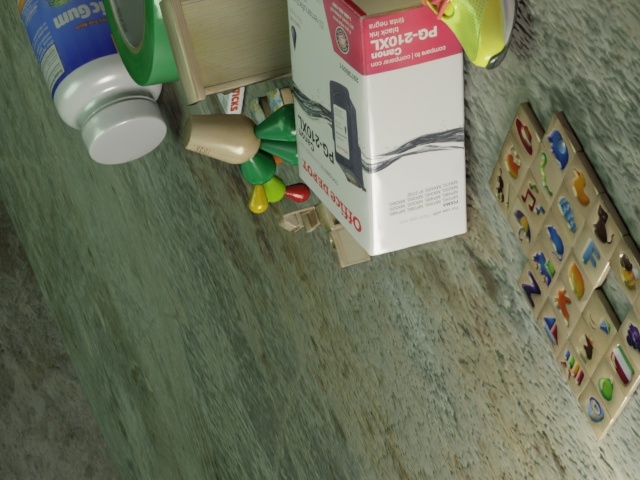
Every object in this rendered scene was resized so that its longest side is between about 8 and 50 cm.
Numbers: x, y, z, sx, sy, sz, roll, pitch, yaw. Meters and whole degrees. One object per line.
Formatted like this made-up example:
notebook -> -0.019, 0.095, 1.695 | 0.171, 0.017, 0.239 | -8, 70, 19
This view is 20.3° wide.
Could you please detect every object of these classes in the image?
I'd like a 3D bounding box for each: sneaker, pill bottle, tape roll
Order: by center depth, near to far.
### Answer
sneaker -> 0.085, -0.223, 1.422 | 0.081, 0.094, 0.208 | 119, 132, -63
tape roll -> -0.212, -0.351, 2.185 | 0.321, 0.077, 0.321 | 168, 90, -73
pill bottle -> -0.308, -0.247, 2.465 | 0.152, 0.152, 0.272 | 108, 142, -59

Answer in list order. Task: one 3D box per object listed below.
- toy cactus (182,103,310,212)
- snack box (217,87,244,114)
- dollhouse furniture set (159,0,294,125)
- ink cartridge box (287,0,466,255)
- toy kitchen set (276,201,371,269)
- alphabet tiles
toy cactus -> -0.048, -0.086, 1.784 | 0.219, 0.181, 0.112 | 148, 127, -67
snack box -> -0.105, -0.225, 2.092 | 0.178, 0.022, 0.064 | 102, 149, -55
dollhouse furniture set -> -0.098, -0.200, 1.870 | 0.242, 0.161, 0.212 | 168, 86, -72
ink cartridge box -> 0.049, -0.131, 1.592 | 0.172, 0.100, 0.237 | -130, 30, -53
toy kitchen set -> 0.000, 0.000, 1.894 | 0.083, 0.068, 0.075 | 145, 109, -71
alphabet tiles -> 0.198, 0.015, 1.424 | 0.198, 0.009, 0.237 | 105, 146, -57
